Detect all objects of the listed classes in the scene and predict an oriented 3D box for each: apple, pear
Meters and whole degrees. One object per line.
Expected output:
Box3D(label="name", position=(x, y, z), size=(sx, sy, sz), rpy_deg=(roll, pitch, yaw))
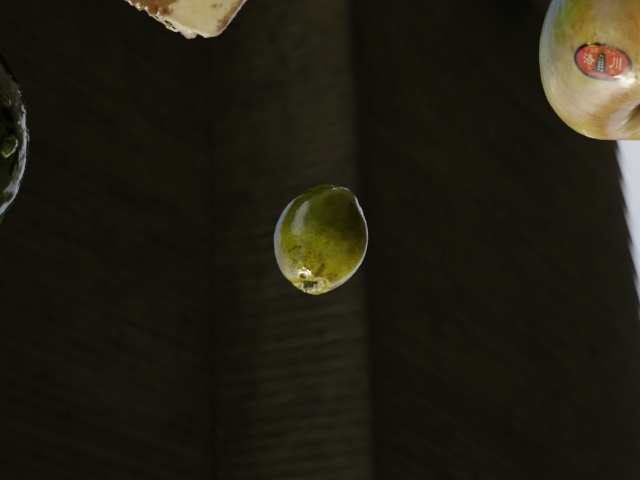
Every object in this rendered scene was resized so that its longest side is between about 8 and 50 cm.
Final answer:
Box3D(label="apple", position=(0.376, -0.232, 1.924), size=(0.261, 0.261, 0.194), rpy_deg=(23, -130, -57))
Box3D(label="pear", position=(0.000, 0.000, 1.840), size=(0.107, 0.107, 0.131), rpy_deg=(47, -125, -40))

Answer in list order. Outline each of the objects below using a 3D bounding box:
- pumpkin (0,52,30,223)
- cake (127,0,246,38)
Box3D(label="pumpkin", position=(-0.421, -0.100, 1.585), size=(0.207, 0.300, 0.300), rpy_deg=(-38, -72, -76))
Box3D(label="cake", position=(-0.203, -0.431, 2.174), size=(0.290, 0.282, 0.256), rpy_deg=(35, -172, -23))
